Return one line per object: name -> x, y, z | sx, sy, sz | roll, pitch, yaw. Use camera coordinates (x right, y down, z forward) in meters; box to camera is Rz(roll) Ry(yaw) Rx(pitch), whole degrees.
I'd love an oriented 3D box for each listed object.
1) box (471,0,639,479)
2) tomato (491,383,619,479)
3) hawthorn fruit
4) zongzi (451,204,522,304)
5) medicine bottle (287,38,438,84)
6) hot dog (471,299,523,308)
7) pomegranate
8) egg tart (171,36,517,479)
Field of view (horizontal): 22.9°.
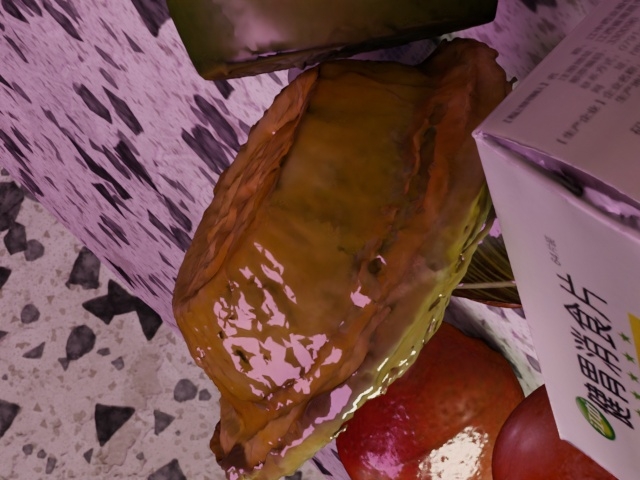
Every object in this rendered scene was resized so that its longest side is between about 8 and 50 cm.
box -> 0.211, 0.009, 0.835 | 0.145, 0.173, 0.333 | 33, 160, 34
tomato -> 0.237, 0.203, 1.272 | 0.208, 0.184, 0.208 | 44, 166, 14
hawthorn fruit -> 0.100, 0.198, 1.577 | 0.196, 0.225, 0.196 | 32, 168, 7
zongzi -> 0.124, 0.021, 1.082 | 0.247, 0.111, 0.241 | -20, 125, 33
medicine bottle -> 0.024, -0.132, 1.126 | 0.168, 0.105, 0.105 | 51, 165, -17
hot dog -> 0.108, 0.008, 1.343 | 0.100, 0.068, 0.249 | 51, 166, -22
pomegranate -> 0.018, -0.187, 0.934 | 0.190, 0.241, 0.159 | -8, 92, 46
egg tart -> 0.000, 0.000, 0.896 | 0.118, 0.288, 0.288 | 28, 170, -15
